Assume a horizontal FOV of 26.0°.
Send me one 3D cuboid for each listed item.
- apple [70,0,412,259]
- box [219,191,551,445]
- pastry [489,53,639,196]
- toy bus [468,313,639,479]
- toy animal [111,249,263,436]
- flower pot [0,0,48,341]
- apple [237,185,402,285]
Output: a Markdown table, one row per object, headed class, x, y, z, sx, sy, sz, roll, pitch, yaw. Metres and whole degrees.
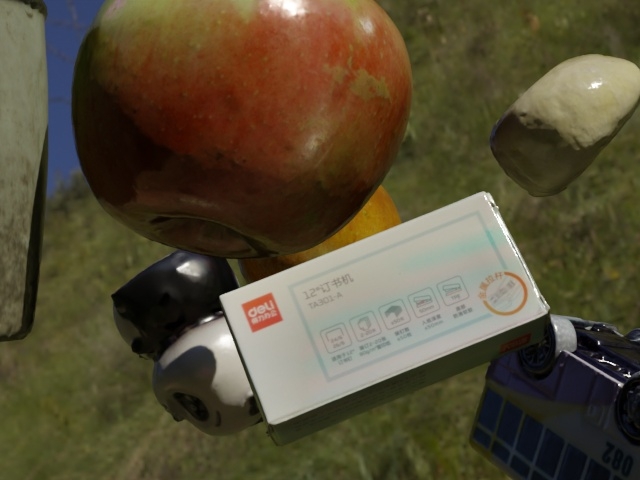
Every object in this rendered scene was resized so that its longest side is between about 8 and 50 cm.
| class | x | y | z | sx | sy | sz | roll | pitch | yaw |
| --- | --- | --- | --- | --- | --- | --- | --- | --- | --- |
| apple | -0.078 | -0.122 | 1.314 | 0.319 | 0.277 | 0.319 | 13 | -4 | 1 |
| box | 0.058 | 0.070 | 1.223 | 0.269 | 0.135 | 0.079 | -22 | -23 | -4 |
| pastry | 0.228 | -0.111 | 1.278 | 0.156 | 0.092 | 0.156 | -43 | -1 | -1 |
| toy bus | 0.391 | 0.260 | 1.709 | 0.209 | 0.440 | 0.249 | 10 | -78 | -30 |
| toy animal | -0.148 | 0.133 | 1.732 | 0.165 | 0.235 | 0.187 | -27 | -9 | -9 |
| flower pot | -0.388 | -0.059 | 1.299 | 0.294 | 0.330 | 0.293 | -7 | -3 | 0 |
| apple | 0.000 | 0.000 | 1.840 | 0.237 | 0.207 | 0.237 | -1 | -30 | -1 |
